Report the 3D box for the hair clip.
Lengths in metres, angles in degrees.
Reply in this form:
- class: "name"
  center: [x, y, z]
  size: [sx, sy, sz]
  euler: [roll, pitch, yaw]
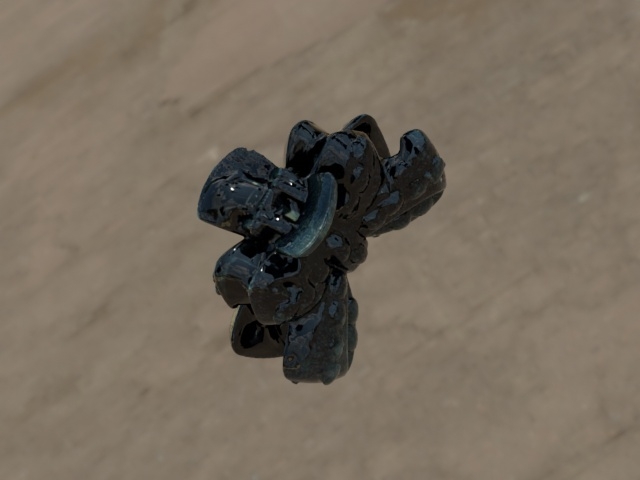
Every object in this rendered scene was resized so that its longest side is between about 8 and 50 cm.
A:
- class: "hair clip"
  center: [-0.002, -0.005, 1.814]
  size: [0.194, 0.206, 0.310]
  euler: [19, 79, 46]
